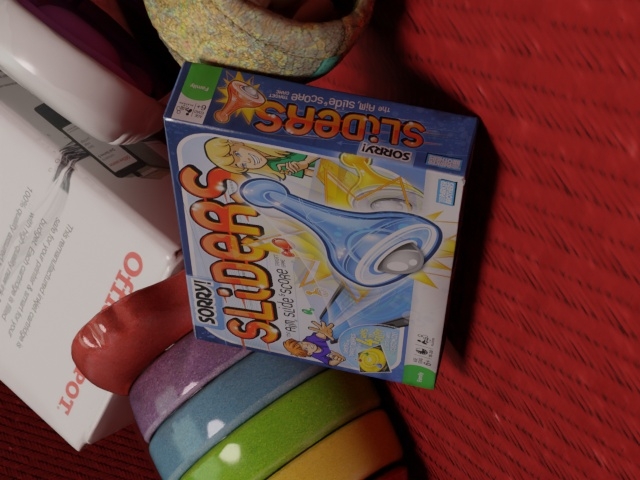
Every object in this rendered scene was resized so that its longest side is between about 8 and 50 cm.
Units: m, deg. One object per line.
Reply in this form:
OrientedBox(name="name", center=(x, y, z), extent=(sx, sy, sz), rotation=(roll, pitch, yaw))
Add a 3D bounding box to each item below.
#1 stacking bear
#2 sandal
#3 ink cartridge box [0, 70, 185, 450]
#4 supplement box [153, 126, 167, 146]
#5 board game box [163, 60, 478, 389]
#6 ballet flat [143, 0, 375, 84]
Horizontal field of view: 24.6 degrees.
OrientedBox(name="stacking bear", center=(-0.012, 0.153, 0.957), extent=(0.289, 0.175, 0.164), rotation=(54, 161, 13))
OrientedBox(name="sandal", center=(-0.151, -0.151, 1.037), extent=(0.169, 0.102, 0.416), rotation=(38, -174, -16))
OrientedBox(name="ink cartridge box", center=(-0.210, -0.006, 1.131), extent=(0.273, 0.114, 0.198), rotation=(39, 120, 18))
OrientedBox(name="supplement box", center=(-0.199, -0.044, 1.327), extent=(0.191, 0.129, 0.194), rotation=(63, 165, 9))
OrientedBox(name="board game box", center=(0.000, 0.000, 0.718), extent=(0.201, 0.136, 0.035), rotation=(89, -165, -57))
OrientedBox(name="ballet flat", center=(-0.065, -0.228, 0.628), extent=(0.349, 0.123, 0.123), rotation=(68, 165, -14))
